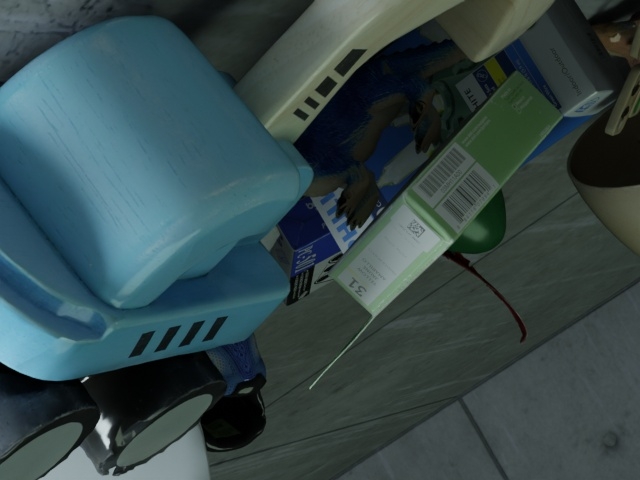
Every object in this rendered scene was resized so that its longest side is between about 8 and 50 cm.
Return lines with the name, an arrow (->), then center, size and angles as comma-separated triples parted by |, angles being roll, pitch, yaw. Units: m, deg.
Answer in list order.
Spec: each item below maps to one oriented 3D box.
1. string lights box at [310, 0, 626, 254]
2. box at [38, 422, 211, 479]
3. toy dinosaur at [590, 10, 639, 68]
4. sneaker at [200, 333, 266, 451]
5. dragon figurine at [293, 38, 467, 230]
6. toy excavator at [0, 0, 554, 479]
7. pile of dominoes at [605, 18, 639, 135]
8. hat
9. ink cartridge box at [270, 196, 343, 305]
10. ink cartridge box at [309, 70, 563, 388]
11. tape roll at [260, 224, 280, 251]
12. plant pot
string lights box -> 0.103, -0.102, 1.545 | 0.260, 0.133, 0.077 | -37, 167, 28
box -> -0.219, 0.220, 1.682 | 0.168, 0.215, 0.345 | -8, 172, -20
toy dinosaur -> 0.405, -0.219, 1.799 | 0.296, 0.127, 0.200 | -38, 159, 10
sneaker -> -0.144, 0.172, 2.027 | 0.130, 0.147, 0.330 | -23, 166, -27
dragon figurine -> 0.012, -0.108, 1.437 | 0.289, 0.144, 0.085 | -50, 164, 2
toy excavator -> -0.059, -0.065, 1.242 | 0.445, 0.222, 0.433 | -46, 163, 25
pile of dominoes -> 0.312, -0.199, 1.504 | 0.251, 0.040, 0.196 | -41, 152, -47
hat -> 0.161, 0.006, 1.964 | 0.208, 0.183, 0.173 | -14, 159, -50
ink cartridge box -> 0.000, 0.000, 1.905 | 0.097, 0.046, 0.207 | -28, 167, -11
ink cartridge box -> 0.066, -0.006, 1.419 | 0.171, 0.056, 0.235 | -47, -179, -40
tape roll -> -0.145, 0.014, 1.595 | 0.219, 0.072, 0.219 | -27, 166, -7
plant pot -> 0.427, -0.055, 2.023 | 0.284, 0.191, 0.284 | -25, -160, 10
